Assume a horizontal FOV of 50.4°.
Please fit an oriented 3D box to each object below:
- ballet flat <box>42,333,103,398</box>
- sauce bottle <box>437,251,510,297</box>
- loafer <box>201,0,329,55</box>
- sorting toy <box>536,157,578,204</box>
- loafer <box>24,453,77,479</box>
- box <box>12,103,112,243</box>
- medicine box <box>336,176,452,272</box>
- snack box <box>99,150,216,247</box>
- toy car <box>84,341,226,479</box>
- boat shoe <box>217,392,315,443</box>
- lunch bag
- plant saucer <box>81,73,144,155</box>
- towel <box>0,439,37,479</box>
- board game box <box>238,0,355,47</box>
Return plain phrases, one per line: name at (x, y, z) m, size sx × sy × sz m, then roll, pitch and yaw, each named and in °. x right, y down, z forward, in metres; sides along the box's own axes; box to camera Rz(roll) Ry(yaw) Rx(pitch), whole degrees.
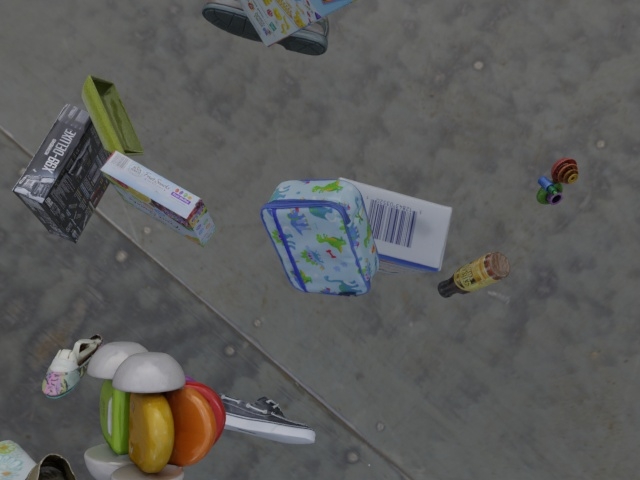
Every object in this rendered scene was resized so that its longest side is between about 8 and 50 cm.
ballet flat at (-0.555, 0.270, 1.533) m, size 0.077 × 0.221 × 0.079 m, roll 12°, pitch 107°, yaw 7°
sauce bottle at (0.216, 0.054, 0.978) m, size 0.042 × 0.128 × 0.042 m, roll 12°, pitch 63°, yaw -25°
loafer at (-0.108, -0.459, 1.404) m, size 0.268 × 0.096 × 0.084 m, roll 14°, pitch 77°, yaw -17°
sorting toy at (0.413, -0.094, 1.180) m, size 0.061 × 0.102 × 0.042 m, roll -5°, pitch 42°, yaw -22°
loafer at (-0.230, 0.247, 0.596) m, size 0.148 × 0.056 × 0.050 m, roll 40°, pitch 121°, yaw 41°
box at (-0.608, -0.152, 1.662) m, size 0.077 × 0.307 × 0.242 m, roll 23°, pitch 72°, yaw 2°
medicine box at (0.113, -0.022, 1.557) m, size 0.264 × 0.289 × 0.149 m, roll 14°, pitch 81°, yaw -13°
snack box at (-0.213, -0.054, 0.907) m, size 0.141 × 0.100 × 0.037 m, roll 29°, pitch 74°, yaw 14°
toy car at (-0.182, 0.198, 0.767) m, size 0.136 × 0.182 × 0.159 m, roll 1°, pitch 91°, yaw -38°
boat shoe at (-0.149, 0.465, 1.802) m, size 0.301 × 0.108 × 0.102 m, roll 5°, pitch 63°, yaw 23°
lunch bag at (0.000, 0.000, 1.193) m, size 0.176 × 0.219 × 0.090 m, roll 3°, pitch 42°, yaw 27°
plant saucer at (-0.477, -0.272, 1.547) m, size 0.045 × 0.188 × 0.188 m, roll -22°, pitch 98°, yaw 2°
towel at (-0.700, 0.583, 1.401) m, size 0.374 × 0.090 × 0.320 m, roll 27°, pitch 31°, yaw 36°
board game box at (0.007, -0.355, 0.807) m, size 0.142 × 0.275 × 0.144 m, roll -41°, pitch 110°, yaw -22°
